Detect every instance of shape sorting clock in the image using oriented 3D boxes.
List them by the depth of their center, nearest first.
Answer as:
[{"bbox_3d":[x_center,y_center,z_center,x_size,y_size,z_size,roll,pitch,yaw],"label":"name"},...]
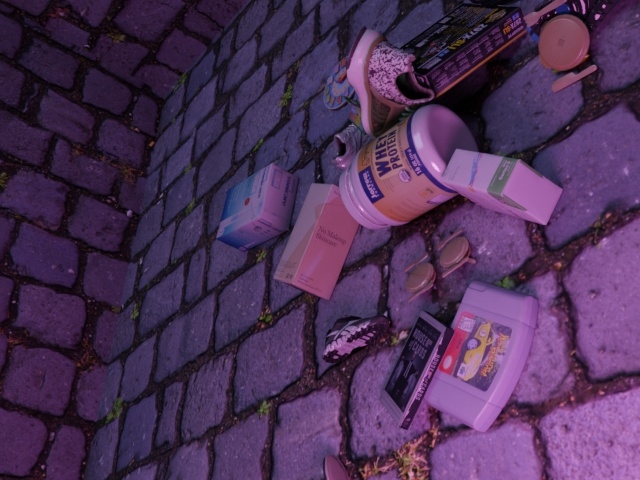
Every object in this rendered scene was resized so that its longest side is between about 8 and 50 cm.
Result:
[{"bbox_3d":[0.075,-0.553,2.525,0.206,0.040,0.206,-37,39,38],"label":"shape sorting clock"}]

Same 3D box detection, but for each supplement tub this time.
[{"bbox_3d":[0.219,-0.174,1.832,0.316,0.228,0.228,-31,43,42],"label":"supplement tub"}]

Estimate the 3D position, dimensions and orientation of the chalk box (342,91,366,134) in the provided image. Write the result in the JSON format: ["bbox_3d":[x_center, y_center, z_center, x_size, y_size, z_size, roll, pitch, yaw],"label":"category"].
[{"bbox_3d":[0.166,-0.375,2.050,0.132,0.213,0.132,-118,34,-55],"label":"chalk box"}]

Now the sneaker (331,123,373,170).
[{"bbox_3d":[0.101,-0.318,2.232,0.090,0.115,0.232,-3,65,56],"label":"sneaker"}]

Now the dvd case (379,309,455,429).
[{"bbox_3d":[0.213,0.285,1.631,0.239,0.029,0.179,-66,12,2],"label":"dvd case"}]

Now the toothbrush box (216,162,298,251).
[{"bbox_3d":[-0.224,-0.112,2.566,0.295,0.126,0.216,-21,50,47],"label":"toothbrush box"}]

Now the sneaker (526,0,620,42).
[{"bbox_3d":[0.625,-0.562,1.651,0.340,0.125,0.140,-28,18,49],"label":"sneaker"}]

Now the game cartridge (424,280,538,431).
[{"bbox_3d":[0.338,0.236,1.515,0.196,0.060,0.294,16,81,55],"label":"game cartridge"}]

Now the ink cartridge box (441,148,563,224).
[{"bbox_3d":[0.394,-0.122,1.596,0.212,0.154,0.093,22,86,60],"label":"ink cartridge box"}]

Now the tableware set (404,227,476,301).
[{"bbox_3d":[0.287,0.067,1.736,0.194,0.039,0.128,-39,26,26],"label":"tableware set"}]

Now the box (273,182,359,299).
[{"bbox_3d":[0.000,0.000,2.120,0.121,0.148,0.311,10,77,58],"label":"box"}]

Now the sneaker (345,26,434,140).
[{"bbox_3d":[0.199,-0.349,1.818,0.182,0.410,0.158,25,77,29],"label":"sneaker"}]

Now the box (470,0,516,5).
[{"bbox_3d":[0.409,-0.845,1.886,0.212,0.395,0.294,-8,61,55],"label":"box"}]

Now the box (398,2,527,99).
[{"bbox_3d":[0.342,-0.508,1.915,0.322,0.079,0.257,-37,32,-9],"label":"box"}]

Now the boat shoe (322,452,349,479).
[{"bbox_3d":[0.031,0.597,1.688,0.065,0.075,0.206,-44,40,25],"label":"boat shoe"}]

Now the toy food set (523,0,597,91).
[{"bbox_3d":[0.555,-0.452,1.660,0.132,0.038,0.192,-24,86,46],"label":"toy food set"}]

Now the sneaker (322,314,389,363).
[{"bbox_3d":[0.085,0.229,1.880,0.234,0.078,0.106,-39,41,39],"label":"sneaker"}]
